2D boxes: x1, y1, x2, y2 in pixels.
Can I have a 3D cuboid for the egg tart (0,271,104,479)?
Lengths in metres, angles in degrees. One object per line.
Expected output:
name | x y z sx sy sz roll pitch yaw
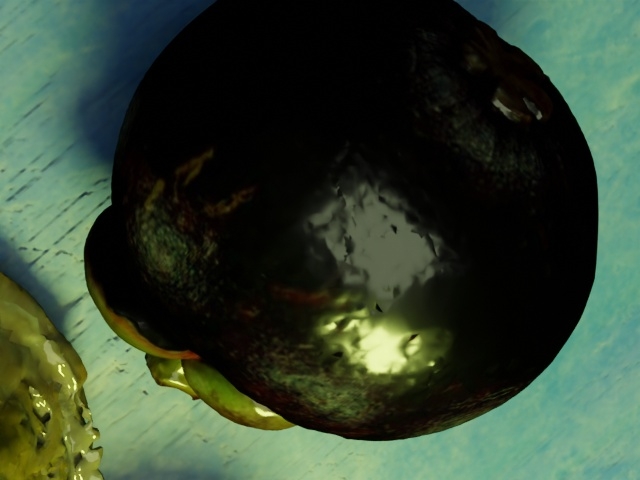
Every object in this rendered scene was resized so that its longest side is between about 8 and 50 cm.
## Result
egg tart | -0.279 0.159 0.788 0.352 0.150 0.352 -6 106 -21

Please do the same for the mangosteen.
mangosteen | 0.000 0.000 0.797 0.275 0.275 0.302 31 128 -26
